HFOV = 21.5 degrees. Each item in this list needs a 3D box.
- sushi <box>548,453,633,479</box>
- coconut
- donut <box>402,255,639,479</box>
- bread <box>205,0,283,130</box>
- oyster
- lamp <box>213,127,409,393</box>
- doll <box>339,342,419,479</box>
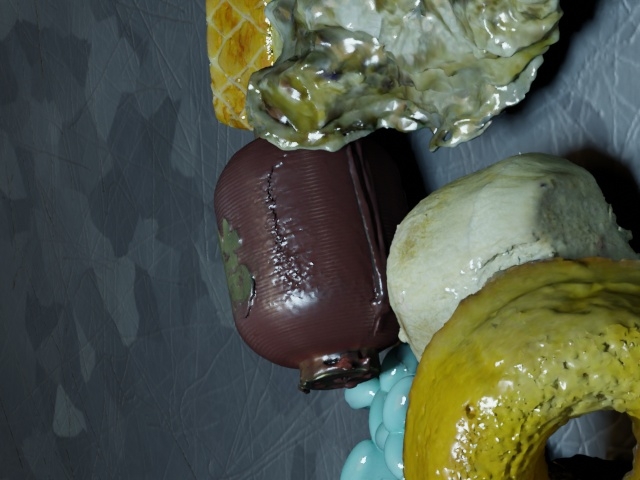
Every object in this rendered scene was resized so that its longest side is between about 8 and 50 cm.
[{"bbox_3d":[0.211,0.216,1.274,0.084,0.094,0.098,10,102,54],"label":"sushi"},{"bbox_3d":[0.138,0.031,1.260,0.194,0.194,0.194,22,116,54],"label":"coconut"},{"bbox_3d":[0.187,0.155,1.146,0.108,0.278,0.277,-84,-5,-74],"label":"donut"},{"bbox_3d":[-0.058,-0.198,1.606,0.125,0.068,0.188,11,107,57],"label":"bread"},{"bbox_3d":[0.070,-0.187,1.325,0.351,0.115,0.238,4,90,54],"label":"oyster"},{"bbox_3d":[0.000,0.000,1.465,0.180,0.180,0.258,-33,64,56],"label":"lamp"},{"bbox_3d":[0.066,0.157,1.453,0.158,0.059,0.159,122,159,-47],"label":"doll"}]
